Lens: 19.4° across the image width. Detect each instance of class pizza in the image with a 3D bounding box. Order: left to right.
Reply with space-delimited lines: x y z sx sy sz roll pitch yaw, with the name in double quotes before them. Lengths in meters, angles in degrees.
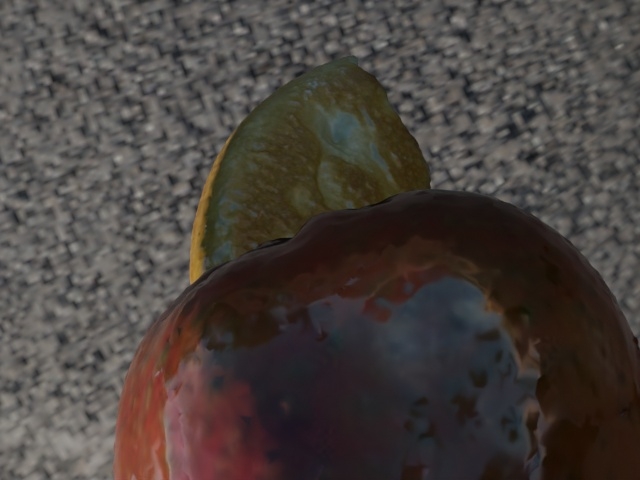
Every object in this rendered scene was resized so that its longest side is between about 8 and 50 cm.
"pizza" -0.005 -0.005 1.057 0.134 0.271 0.056 18 139 -18

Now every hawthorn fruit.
"hawthorn fruit" 0.042 0.136 0.820 0.254 0.254 0.300 -23 81 32
